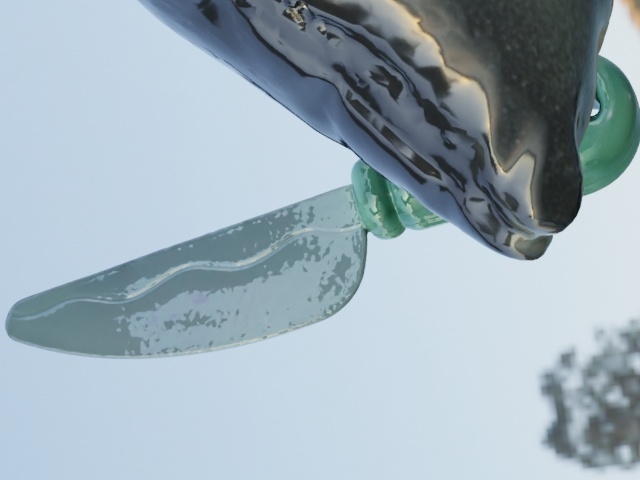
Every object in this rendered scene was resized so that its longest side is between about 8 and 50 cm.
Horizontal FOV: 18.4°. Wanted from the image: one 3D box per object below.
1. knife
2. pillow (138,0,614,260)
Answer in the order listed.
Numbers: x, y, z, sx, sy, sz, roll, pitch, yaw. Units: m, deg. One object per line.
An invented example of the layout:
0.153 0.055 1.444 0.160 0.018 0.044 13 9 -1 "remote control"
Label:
0.001 0.001 0.751 0.034 0.260 0.063 50 -162 -61 "knife"
0.010 -0.123 0.448 0.186 0.106 0.250 37 -137 -6 "pillow"
